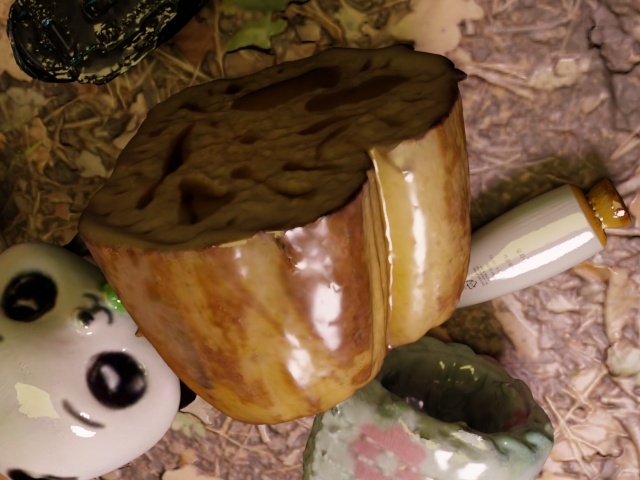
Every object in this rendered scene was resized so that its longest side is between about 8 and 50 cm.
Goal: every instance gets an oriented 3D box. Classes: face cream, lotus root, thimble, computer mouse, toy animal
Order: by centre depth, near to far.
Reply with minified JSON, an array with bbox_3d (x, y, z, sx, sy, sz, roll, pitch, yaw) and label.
[{"bbox_3d":[0.000,0.000,0.628,0.316,0.316,0.250,-14,115,16],"label":"lotus root"},{"bbox_3d":[-0.175,-0.226,0.697,0.242,0.077,0.146,-35,90,9],"label":"computer mouse"},{"bbox_3d":[0.186,0.005,0.709,0.182,0.051,0.072,-29,98,20],"label":"face cream"},{"bbox_3d":[0.087,0.183,0.710,0.211,0.185,0.149,11,113,-18],"label":"thimble"},{"bbox_3d":[-0.204,0.089,0.710,0.213,0.267,0.212,3,103,12],"label":"toy animal"}]
